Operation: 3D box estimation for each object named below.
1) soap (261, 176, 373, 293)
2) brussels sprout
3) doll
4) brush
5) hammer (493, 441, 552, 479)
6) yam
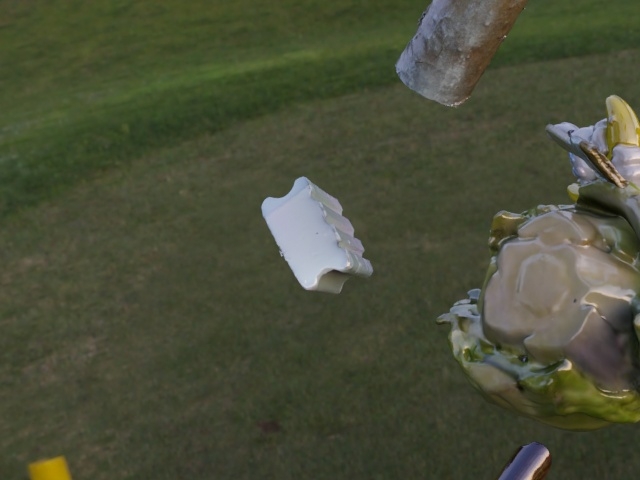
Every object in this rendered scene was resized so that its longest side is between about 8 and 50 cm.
[{"bbox_3d":[0.000,0.000,1.683,0.095,0.173,0.289,-30,-9,7],"label":"soap"},{"bbox_3d":[0.430,0.114,1.521,0.425,0.342,0.361,-22,-26,40],"label":"brussels sprout"},{"bbox_3d":[0.558,-0.166,1.986,0.111,0.252,0.237,-6,-20,-20],"label":"doll"},{"bbox_3d":[0.365,-0.129,1.401,0.020,0.085,0.336,-42,8,10],"label":"brush"},{"bbox_3d":[0.137,0.403,1.148,0.095,0.242,0.409,33,71,19],"label":"hammer"},{"bbox_3d":[0.165,-0.249,0.997,0.093,0.259,0.093,14,46,-15],"label":"yam"}]
